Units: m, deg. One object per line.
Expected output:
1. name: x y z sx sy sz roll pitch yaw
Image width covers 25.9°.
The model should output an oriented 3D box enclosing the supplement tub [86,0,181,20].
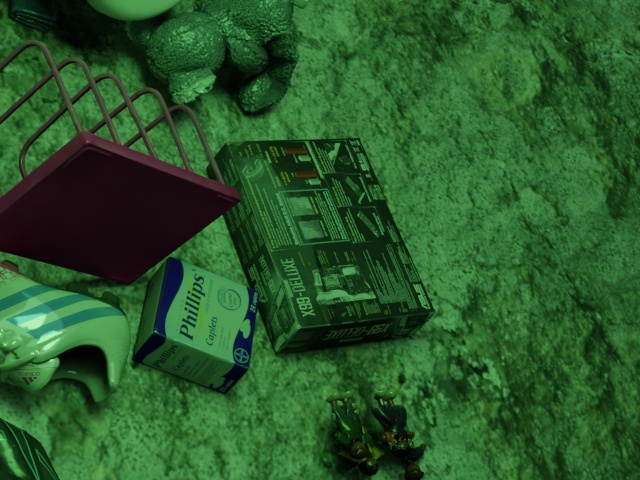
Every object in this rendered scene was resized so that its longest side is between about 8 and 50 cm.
1. supplement tub: -0.320 -0.471 1.949 0.228 0.228 0.316 -18 46 -41

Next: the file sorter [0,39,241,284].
1. file sorter: -0.285 -0.096 1.710 0.290 0.202 0.182 20 39 -55

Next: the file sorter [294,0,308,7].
1. file sorter: -0.098 -0.551 2.249 0.277 0.173 0.193 24 48 -18

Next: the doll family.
1. doll family: 0.079 0.264 1.851 0.193 0.076 0.111 1 54 -37

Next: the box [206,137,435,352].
1. box: 0.000 0.000 1.984 0.242 0.076 0.307 -5 62 -36

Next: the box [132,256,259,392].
1. box: -0.159 0.109 1.802 0.137 0.072 0.126 22 48 -19

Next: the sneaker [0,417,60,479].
1. sneaker: -0.382 0.239 1.562 0.267 0.101 0.106 49 24 7

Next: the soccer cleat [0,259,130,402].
1. soccer cleat: -0.375 0.100 1.630 0.331 0.116 0.143 16 50 -25

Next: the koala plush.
1. koala plush: -0.161 -0.291 2.024 0.221 0.203 0.196 -21 72 -29

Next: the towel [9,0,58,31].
1. towel: -0.407 -0.357 2.000 0.067 0.029 0.119 17 51 -22
